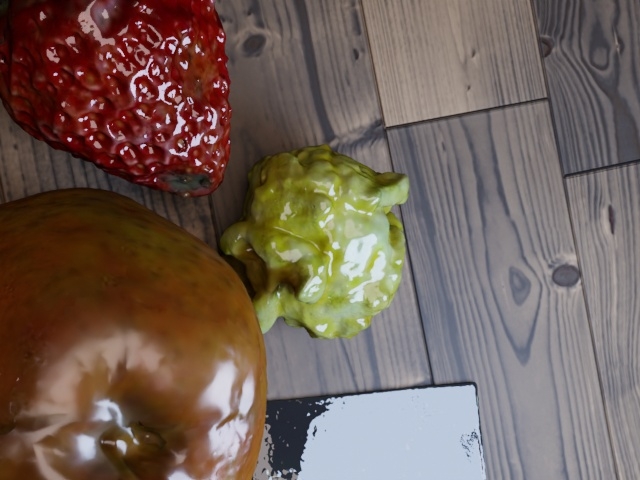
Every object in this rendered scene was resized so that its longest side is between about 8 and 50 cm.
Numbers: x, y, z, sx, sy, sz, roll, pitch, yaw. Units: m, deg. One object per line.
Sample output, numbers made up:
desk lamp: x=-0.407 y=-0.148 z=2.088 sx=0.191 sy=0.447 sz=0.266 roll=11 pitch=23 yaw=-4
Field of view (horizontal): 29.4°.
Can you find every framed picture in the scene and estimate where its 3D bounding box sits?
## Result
framed picture: x=0.068 y=0.319 z=1.590 sx=0.324 sy=0.013 sz=0.244 roll=-3 pitch=83 yaw=-17

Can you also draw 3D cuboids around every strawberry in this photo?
strawberry: x=-0.239 y=-0.192 z=1.379 sx=0.292 sy=0.292 sz=0.310 roll=-5 pitch=108 yaw=-18

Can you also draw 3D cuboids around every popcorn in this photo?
popcorn: x=0.000 y=0.000 z=1.493 sx=0.255 sy=0.195 sz=0.256 roll=-28 pitch=117 yaw=-11

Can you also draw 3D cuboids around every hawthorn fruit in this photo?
hawthorn fruit: x=-0.266 y=0.171 z=1.282 sx=0.472 sy=0.472 sz=0.471 roll=0 pitch=90 yaw=-18
